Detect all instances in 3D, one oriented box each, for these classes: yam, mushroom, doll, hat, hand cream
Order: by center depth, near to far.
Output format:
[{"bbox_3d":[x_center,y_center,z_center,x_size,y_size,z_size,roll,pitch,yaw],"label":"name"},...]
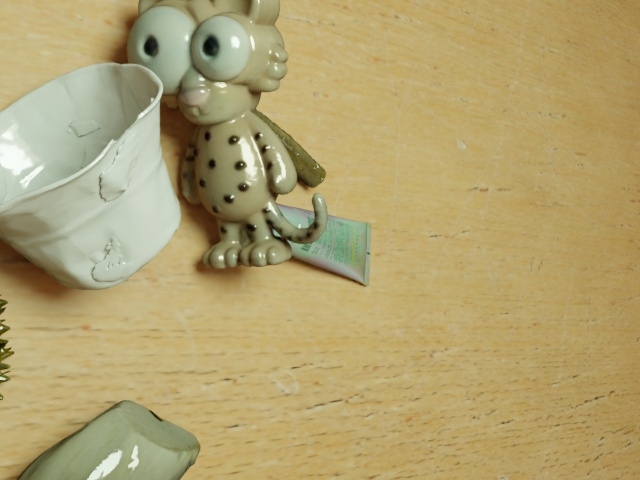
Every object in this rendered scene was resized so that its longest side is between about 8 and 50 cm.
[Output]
[{"bbox_3d":[-0.201,0.217,0.559,0.096,0.108,0.247,32,53,16],"label":"mushroom"},{"bbox_3d":[-0.193,-0.040,0.572,0.203,0.203,0.126,-55,138,-30],"label":"hat"},{"bbox_3d":[-0.084,-0.109,0.665,0.119,0.154,0.277,-27,102,-62],"label":"doll"},{"bbox_3d":[-0.052,-0.110,0.765,0.145,0.032,0.032,38,62,-27],"label":"yam"},{"bbox_3d":[0.000,0.000,0.786,0.174,0.047,0.076,16,73,-45],"label":"hand cream"}]

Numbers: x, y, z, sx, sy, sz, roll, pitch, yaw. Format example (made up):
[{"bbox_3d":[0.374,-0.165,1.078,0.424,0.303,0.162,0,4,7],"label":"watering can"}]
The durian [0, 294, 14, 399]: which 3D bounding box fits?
[{"bbox_3d":[-0.298,0.099,0.498,0.139,0.144,0.252,8,83,-15],"label":"durian"}]
